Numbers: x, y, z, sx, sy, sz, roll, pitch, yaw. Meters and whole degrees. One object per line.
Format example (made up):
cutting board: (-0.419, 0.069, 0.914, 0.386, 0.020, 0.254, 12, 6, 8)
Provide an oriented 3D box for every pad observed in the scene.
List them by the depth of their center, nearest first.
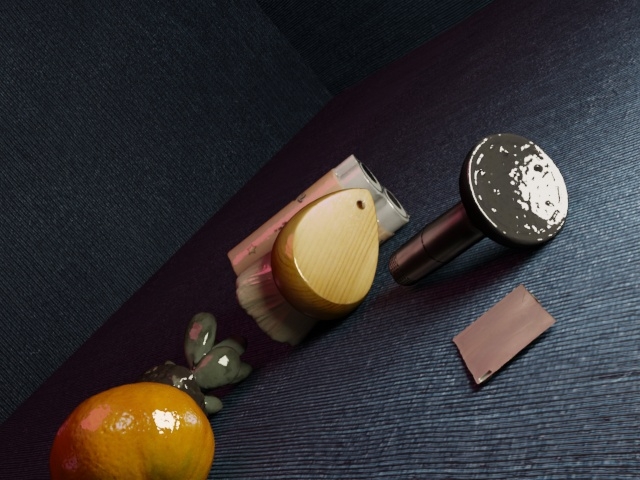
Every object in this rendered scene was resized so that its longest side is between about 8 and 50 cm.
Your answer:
pad: (0.213, 0.107, 1.377, 0.113, 0.006, 0.188, -41, 10, 5)

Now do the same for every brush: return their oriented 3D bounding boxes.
brush: (-0.006, 0.030, 1.930, 0.166, 0.174, 0.266, -35, 18, 49)

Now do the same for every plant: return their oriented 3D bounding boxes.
plant: (-0.218, 0.245, 1.916, 0.149, 0.146, 0.274, -5, 31, 38)

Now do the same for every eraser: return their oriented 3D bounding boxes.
eraser: (0.000, 0.000, 2.075, 0.290, 0.171, 0.087, -38, 30, 14)

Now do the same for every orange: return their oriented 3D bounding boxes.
orange: (-0.262, 0.309, 1.647, 0.240, 0.240, 0.171, -38, 54, 14)

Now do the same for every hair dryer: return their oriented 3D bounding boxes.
hair dryer: (0.236, -0.082, 1.668, 0.284, 0.156, 0.320, -57, 9, -23)
